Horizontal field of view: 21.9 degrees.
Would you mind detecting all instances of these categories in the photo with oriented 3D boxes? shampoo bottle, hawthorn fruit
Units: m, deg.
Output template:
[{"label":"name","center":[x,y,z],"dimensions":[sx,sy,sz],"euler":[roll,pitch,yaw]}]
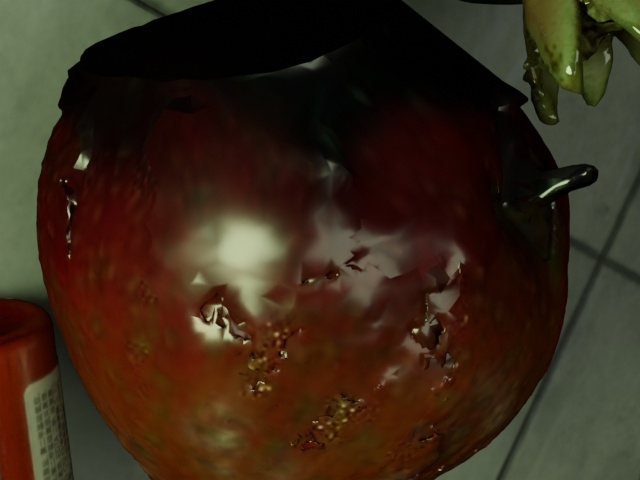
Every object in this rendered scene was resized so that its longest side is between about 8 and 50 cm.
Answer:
[{"label":"shampoo bottle","center":[-0.188,0.179,0.942],"dimensions":[0.104,0.104,0.278],"euler":[-12,106,-27]},{"label":"hawthorn fruit","center":[-0.016,0.001,0.907],"dimensions":[0.316,0.316,0.316],"euler":[-7,104,-28]}]

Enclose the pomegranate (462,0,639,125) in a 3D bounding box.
[{"label":"pomegranate","center":[0.131,-0.209,0.958],"dimensions":[0.231,0.231,0.286],"euler":[-27,82,-22]}]
